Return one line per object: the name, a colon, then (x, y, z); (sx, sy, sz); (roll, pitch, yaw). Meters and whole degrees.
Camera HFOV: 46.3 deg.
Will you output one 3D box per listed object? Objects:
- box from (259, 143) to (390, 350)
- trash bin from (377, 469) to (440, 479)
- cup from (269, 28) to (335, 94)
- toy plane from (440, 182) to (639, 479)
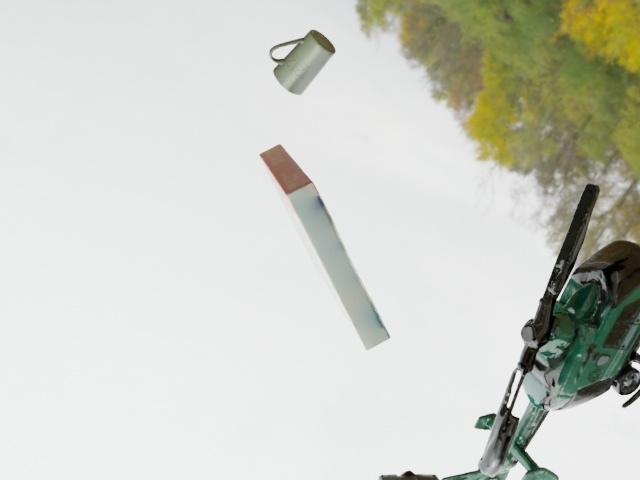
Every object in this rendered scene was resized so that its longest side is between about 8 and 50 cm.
box: (0.000, 0.000, 1.130); (0.265, 0.048, 0.273); (64, 176, -22)
trash bin: (0.177, 0.287, 0.519); (0.302, 0.252, 0.203); (1, -177, -5)
cup: (-0.029, -0.263, 1.074); (0.075, 0.083, 0.054); (43, -152, -6)
toy plane: (0.252, 0.135, 0.792); (0.155, 0.381, 0.106); (14, -158, -30)
